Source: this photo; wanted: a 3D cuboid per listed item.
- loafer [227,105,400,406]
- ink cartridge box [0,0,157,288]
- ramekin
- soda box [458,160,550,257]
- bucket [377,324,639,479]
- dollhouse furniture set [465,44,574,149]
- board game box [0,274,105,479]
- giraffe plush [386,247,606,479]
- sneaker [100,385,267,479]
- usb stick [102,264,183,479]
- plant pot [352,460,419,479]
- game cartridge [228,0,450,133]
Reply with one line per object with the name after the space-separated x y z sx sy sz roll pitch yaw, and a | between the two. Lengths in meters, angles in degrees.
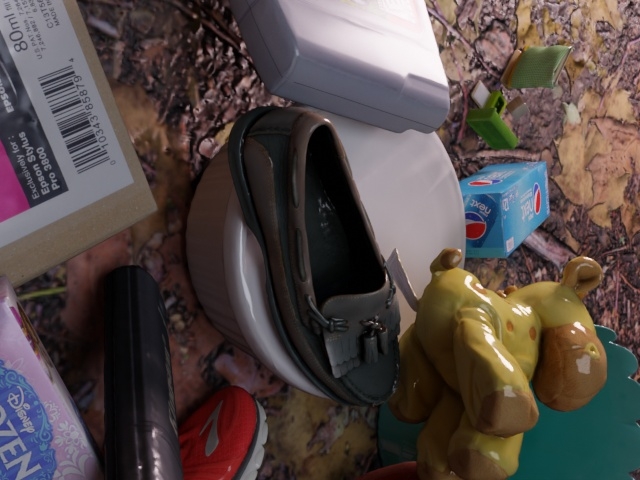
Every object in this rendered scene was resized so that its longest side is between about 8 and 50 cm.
0.009 0.023 0.672 0.096 0.084 0.268 -36 114 -31 | loafer
-0.250 -0.086 0.615 0.193 0.088 0.235 -33 115 -34 | ink cartridge box
0.000 0.000 0.801 0.272 0.127 0.273 -4 97 -39 | ramekin
0.191 -0.037 0.940 0.210 0.071 0.067 -26 112 -61 | soda box
0.208 0.211 0.953 0.281 0.183 0.281 -3 95 -38 | bucket
0.222 -0.181 1.000 0.058 0.076 0.152 41 69 -35 | dollhouse furniture set
-0.278 0.234 0.564 0.317 0.066 0.319 -28 110 -14 | board game box
0.163 0.096 0.738 0.170 0.181 0.210 -2 65 -23 | giraffe plush
-0.156 0.206 0.707 0.279 0.107 0.118 -42 113 -29 | sneaker
-0.129 0.117 0.629 0.045 0.278 0.077 -23 125 1 | usb stick
0.107 0.398 0.801 0.272 0.272 0.265 -49 112 -26 | plant pot
0.001 -0.238 0.743 0.196 0.060 0.294 8 58 -35 | game cartridge
